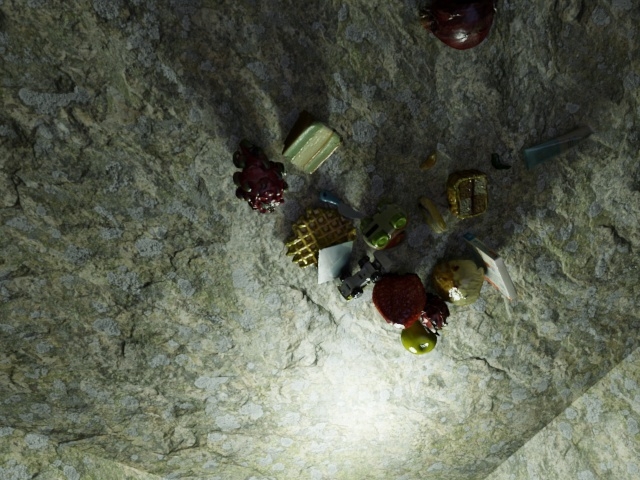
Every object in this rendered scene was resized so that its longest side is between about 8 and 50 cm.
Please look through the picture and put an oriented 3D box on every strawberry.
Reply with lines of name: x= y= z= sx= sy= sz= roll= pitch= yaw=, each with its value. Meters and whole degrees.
strawberry: x=0.375 y=0.292 z=1.898 sx=0.250 sy=0.288 sz=0.238 roll=-16 pitch=128 yaw=18

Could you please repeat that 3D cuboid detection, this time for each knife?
knife: x=0.092 y=-0.146 z=1.770 sx=0.244 sy=0.032 sz=0.058 roll=31 pitch=67 yaw=-25

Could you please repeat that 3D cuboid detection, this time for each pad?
pad: x=0.066 y=0.103 z=1.836 sx=0.163 sy=0.004 sz=0.243 roll=-16 pitch=138 yaw=-17

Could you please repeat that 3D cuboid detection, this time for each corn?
corn: x=0.517 y=-0.115 z=1.863 sx=0.072 sy=0.072 sz=0.203 roll=-37 pitch=116 yaw=6

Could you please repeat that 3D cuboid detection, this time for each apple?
apple: x=0.518 y=0.504 z=2.100 sx=0.196 sy=0.157 sz=0.196 roll=-1 pitch=113 yaw=-2

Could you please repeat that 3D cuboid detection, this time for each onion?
onion: x=0.523 y=-0.845 z=1.453 sx=0.281 sy=0.281 sz=0.221 roll=-56 pitch=156 yaw=15

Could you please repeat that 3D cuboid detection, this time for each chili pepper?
chili pepper: x=0.819 y=-0.350 z=1.839 sx=0.118 sy=0.035 sz=0.055 roll=33 pitch=120 yaw=-20

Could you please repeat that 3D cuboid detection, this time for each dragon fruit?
dragon fruit: x=-0.245 y=-0.243 z=1.568 sx=0.218 sy=0.198 sz=0.273 roll=-35 pitch=116 yaw=14
dragon fruit: x=0.556 y=0.356 z=2.002 sx=0.188 sy=0.182 sz=0.182 roll=32 pitch=109 yaw=20

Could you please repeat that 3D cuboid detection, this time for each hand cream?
hand cream: x=1.084 y=-0.433 z=1.842 sx=0.312 sy=0.070 sz=0.111 roll=-27 pitch=120 yaw=5

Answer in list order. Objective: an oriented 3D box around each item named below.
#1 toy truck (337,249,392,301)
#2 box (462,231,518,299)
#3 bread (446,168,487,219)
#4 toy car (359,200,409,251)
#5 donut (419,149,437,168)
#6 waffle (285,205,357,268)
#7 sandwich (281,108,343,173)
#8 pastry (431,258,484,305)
toy truck: x=0.209 y=0.169 z=1.896 sx=0.286 sy=0.136 sz=0.111 roll=-39 pitch=150 yaw=5
box: x=0.806 y=0.118 z=1.919 sx=0.048 sy=0.273 sz=0.265 roll=-33 pitch=118 yaw=4
bread: x=0.668 y=-0.209 z=1.836 sx=0.181 sy=0.096 sz=0.222 roll=-17 pitch=119 yaw=-4
toy car: x=0.318 y=-0.044 z=1.830 sx=0.235 sy=0.145 sz=0.235 roll=-17 pitch=132 yaw=-19
donut: x=0.477 y=-0.349 z=1.763 sx=0.083 sy=0.038 sz=0.067 roll=-22 pitch=120 yaw=-4
waffle: x=0.001 y=0.001 z=1.809 sx=0.307 sy=0.060 sz=0.312 roll=25 pitch=107 yaw=-19
sandwich: x=-0.038 y=-0.365 z=1.537 sx=0.155 sy=0.227 sz=0.198 roll=28 pitch=106 yaw=-22
pastry: x=0.673 y=0.220 z=1.962 sx=0.236 sy=0.170 sz=0.256 roll=-1 pitch=141 yaw=6
